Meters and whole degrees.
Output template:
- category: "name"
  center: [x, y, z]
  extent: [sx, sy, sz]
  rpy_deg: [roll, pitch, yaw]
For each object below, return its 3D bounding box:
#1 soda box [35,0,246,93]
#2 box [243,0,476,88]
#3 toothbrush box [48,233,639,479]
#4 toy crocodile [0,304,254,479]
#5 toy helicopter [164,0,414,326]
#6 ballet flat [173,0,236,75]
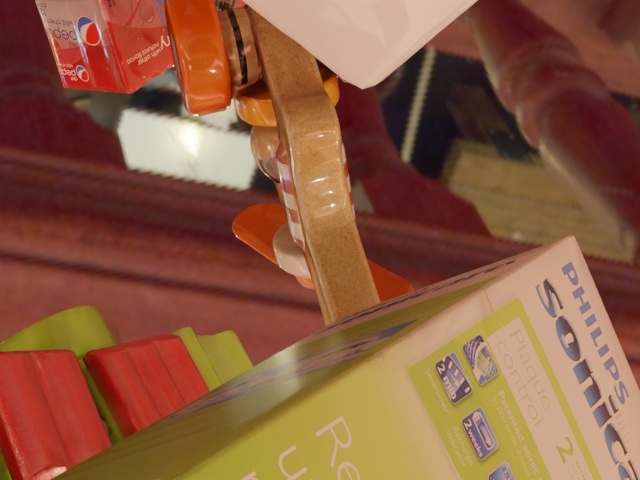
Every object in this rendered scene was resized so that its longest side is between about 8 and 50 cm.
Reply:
- category: "soda box"
  center: [-0.111, -0.218, 1.387]
  extent: [0.263, 0.083, 0.092]
  rpy_deg: [-37, 123, -38]
- category: "box"
  center: [0.062, -0.237, 0.342]
  extent: [0.168, 0.345, 0.215]
  rpy_deg: [38, 141, -12]
- category: "toothbrush box"
  center: [0.019, 0.141, 0.536]
  extent: [0.122, 0.283, 0.206]
  rpy_deg: [-22, 91, 34]
- category: "toy crocodile"
  center: [-0.118, 0.083, 0.642]
  extent: [0.105, 0.115, 0.340]
  rpy_deg: [-37, 162, 30]
- category: "toy helicopter"
  center: [0.000, 0.000, 1.117]
  extent: [0.140, 0.355, 0.235]
  rpy_deg: [-12, 148, -8]
- category: "ballet flat"
  center: [-0.088, -0.156, 1.224]
  extent: [0.041, 0.114, 0.041]
  rpy_deg: [4, 135, 4]
